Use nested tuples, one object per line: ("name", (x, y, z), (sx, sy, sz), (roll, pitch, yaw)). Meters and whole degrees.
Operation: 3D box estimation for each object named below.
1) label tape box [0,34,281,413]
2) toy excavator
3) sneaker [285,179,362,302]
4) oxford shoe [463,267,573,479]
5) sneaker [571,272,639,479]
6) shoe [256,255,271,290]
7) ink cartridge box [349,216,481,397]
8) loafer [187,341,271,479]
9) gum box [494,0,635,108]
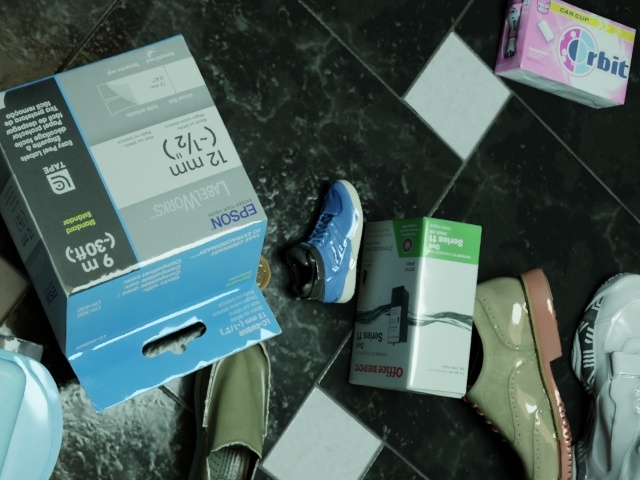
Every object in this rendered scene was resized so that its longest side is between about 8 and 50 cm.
("label tape box", (-0.200, -0.023, 1.587), (0.249, 0.115, 0.348), (-22, 81, -27))
("toy excavator", (-0.414, 0.152, 1.323), (0.433, 0.445, 0.222), (19, 79, -27))
("sneaker", (0.001, 0.000, 1.770), (0.084, 0.058, 0.152), (3, 94, -37))
("oxford shoe", (0.251, 0.213, 1.888), (0.130, 0.123, 0.348), (-9, 96, 0))
("sneaker", (0.434, 0.223, 1.909), (0.137, 0.210, 0.366), (15, 81, -27))
("shoe", (-0.165, 0.055, 1.680), (0.219, 0.058, 0.076), (-5, 82, -27))
("ink cartridge box", (0.114, 0.082, 1.775), (0.087, 0.153, 0.208), (9, 83, -27))
("loafer", (-0.097, 0.224, 1.693), (0.094, 0.087, 0.251), (8, 85, -28))
("gum box", (0.325, -0.255, 1.950), (0.188, 0.062, 0.107), (15, 81, -27))
